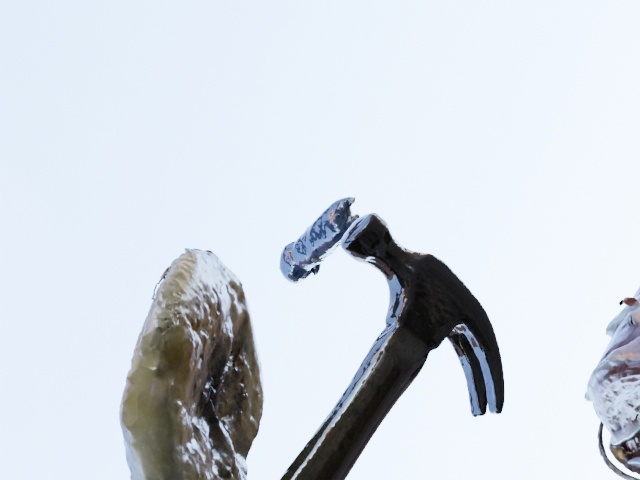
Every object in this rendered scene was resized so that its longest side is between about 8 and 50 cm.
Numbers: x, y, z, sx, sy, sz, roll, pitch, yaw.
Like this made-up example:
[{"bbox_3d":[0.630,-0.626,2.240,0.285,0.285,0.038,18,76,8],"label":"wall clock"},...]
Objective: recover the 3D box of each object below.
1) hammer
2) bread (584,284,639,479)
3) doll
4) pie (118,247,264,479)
[{"bbox_3d":[-0.025,0.186,1.060,0.168,0.044,0.440,42,-115,-9],"label":"hammer"},{"bbox_3d":[0.262,0.089,0.885,0.142,0.224,0.212,-55,-48,-23],"label":"bread"},{"bbox_3d":[0.000,0.000,1.322,0.027,0.037,0.125,5,-28,-31],"label":"doll"},{"bbox_3d":[-0.088,0.100,1.057,0.185,0.052,0.218,69,-156,-44],"label":"pie"}]
